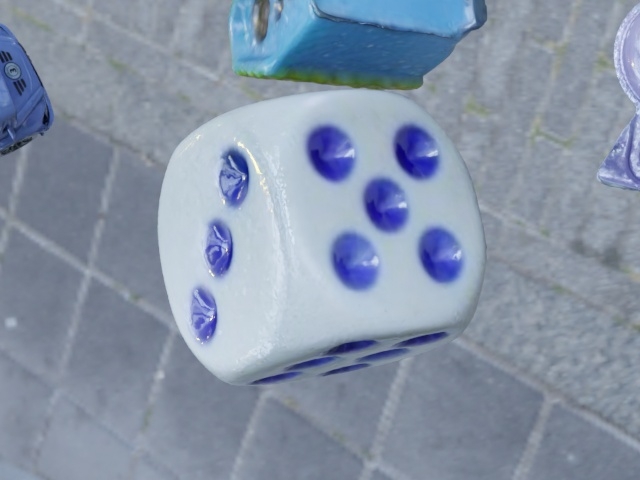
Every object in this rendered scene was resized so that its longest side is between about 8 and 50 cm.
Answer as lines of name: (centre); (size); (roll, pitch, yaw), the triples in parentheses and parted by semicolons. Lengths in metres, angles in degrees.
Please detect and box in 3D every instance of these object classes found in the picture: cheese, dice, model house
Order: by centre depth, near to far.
cheese: (0.284, -0.123, 1.176); (0.105, 0.042, 0.191); (12, 73, 2)
dice: (0.000, 0.000, 1.784); (0.277, 0.304, 0.304); (-28, 70, 47)
model house: (0.033, -0.289, 1.843); (0.303, 0.237, 0.216); (134, 132, -55)

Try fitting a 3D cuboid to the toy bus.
toy bus: (-0.376, -0.113, 1.323); (0.125, 0.292, 0.133); (62, 149, 0)
